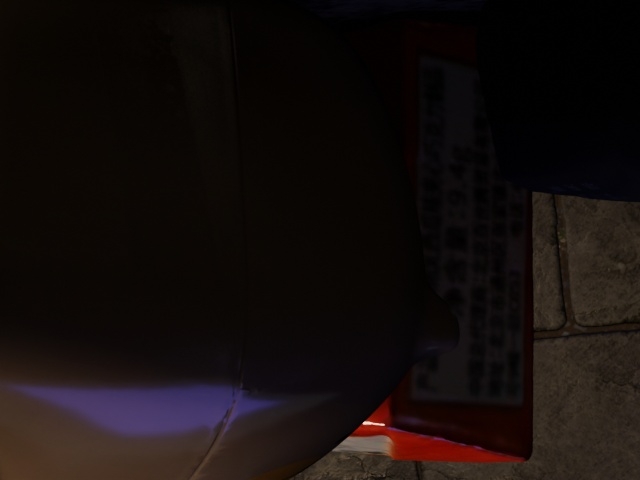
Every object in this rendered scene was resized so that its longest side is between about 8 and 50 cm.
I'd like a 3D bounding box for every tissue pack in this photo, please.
[{"bbox_3d":[-0.102,0.028,0.715,0.277,0.267,0.387,1,155,-21],"label":"tissue pack"}]

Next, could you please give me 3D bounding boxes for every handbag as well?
[{"bbox_3d":[0.272,-0.097,0.647,0.275,0.177,0.302,-8,-178,-24],"label":"handbag"}]

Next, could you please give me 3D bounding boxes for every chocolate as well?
[{"bbox_3d":[0.000,0.000,1.008,0.341,0.360,0.161,-6,170,43],"label":"chocolate"}]
